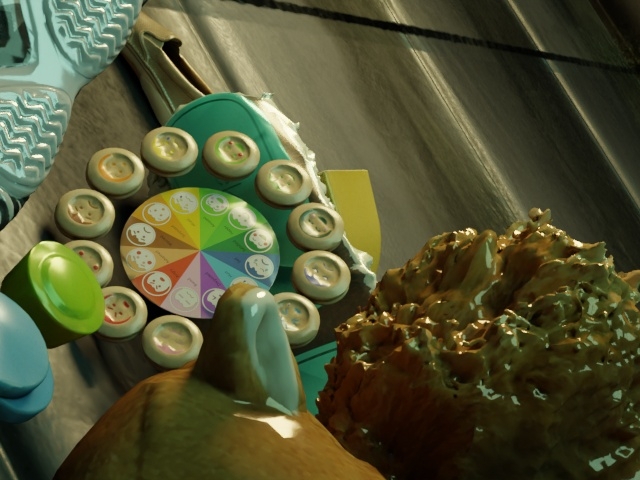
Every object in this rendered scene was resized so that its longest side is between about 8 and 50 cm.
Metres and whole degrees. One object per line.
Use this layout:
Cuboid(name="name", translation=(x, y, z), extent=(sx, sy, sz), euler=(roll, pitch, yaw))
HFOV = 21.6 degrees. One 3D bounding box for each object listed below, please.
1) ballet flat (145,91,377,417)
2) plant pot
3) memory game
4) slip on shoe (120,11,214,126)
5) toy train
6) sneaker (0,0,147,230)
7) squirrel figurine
Cuboid(name="ballet flat", translation=(-0.004, 0.082, 1.077), extent=(0.147, 0.147, 0.409), euler=(26, 37, -50))
Cuboid(name="plant pot", translation=(0.000, 0.000, 1.250), extent=(0.081, 0.081, 0.083), euler=(-6, 74, -65))
Cuboid(name="memory game", translation=(-0.073, 0.002, 1.028), extent=(0.186, 0.012, 0.186), euler=(6, 54, -8))
Cuboid(name="slip on shoe", translation=(-0.122, -0.142, 1.247), extent=(0.051, 0.041, 0.135), euler=(2, 57, -63))
Cuboid(name="toy train", translation=(-0.157, 0.048, 0.783), extent=(0.105, 0.143, 0.248), euler=(54, 23, -5))
Cuboid(name="sneaker", translation=(-0.211, -0.079, 0.844), extent=(0.137, 0.210, 0.366), euler=(47, 50, -18))
Cuboid(name="squirrel figurine", translation=(0.053, 0.166, 0.801), extent=(0.370, 0.281, 0.397), euler=(33, 36, -8))
